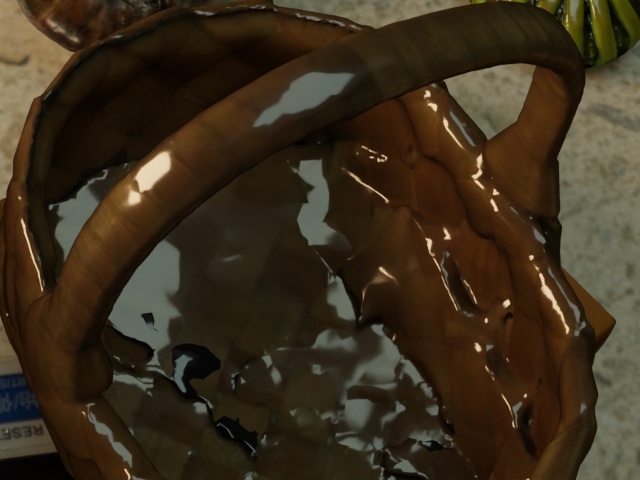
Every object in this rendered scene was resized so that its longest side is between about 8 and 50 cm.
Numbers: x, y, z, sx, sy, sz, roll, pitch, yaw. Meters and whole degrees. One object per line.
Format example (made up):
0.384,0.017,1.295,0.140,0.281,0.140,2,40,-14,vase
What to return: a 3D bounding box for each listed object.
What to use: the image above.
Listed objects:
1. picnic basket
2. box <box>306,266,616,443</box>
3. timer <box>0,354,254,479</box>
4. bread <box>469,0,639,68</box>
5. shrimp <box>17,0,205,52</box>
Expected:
0.000,0.000,0.765,0.293,0.337,0.337,-21,66,-27,picnic basket
0.025,0.017,0.998,0.174,0.076,0.274,-36,74,-29,box
-0.160,0.152,0.861,0.253,0.078,0.178,-4,61,-18,timer
0.177,-0.188,1.173,0.139,0.071,0.130,39,61,10,bread
-0.093,-0.254,1.113,0.145,0.116,0.343,43,56,-4,shrimp
